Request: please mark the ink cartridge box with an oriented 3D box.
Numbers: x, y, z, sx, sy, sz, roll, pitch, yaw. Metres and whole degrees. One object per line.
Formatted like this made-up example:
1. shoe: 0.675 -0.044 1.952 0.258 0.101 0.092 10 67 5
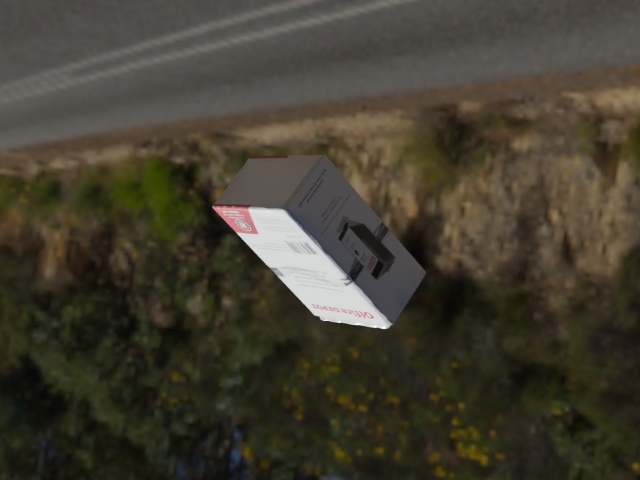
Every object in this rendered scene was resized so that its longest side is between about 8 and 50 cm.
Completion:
1. ink cartridge box: 0.000 0.000 1.059 0.099 0.056 0.135 4 143 52
